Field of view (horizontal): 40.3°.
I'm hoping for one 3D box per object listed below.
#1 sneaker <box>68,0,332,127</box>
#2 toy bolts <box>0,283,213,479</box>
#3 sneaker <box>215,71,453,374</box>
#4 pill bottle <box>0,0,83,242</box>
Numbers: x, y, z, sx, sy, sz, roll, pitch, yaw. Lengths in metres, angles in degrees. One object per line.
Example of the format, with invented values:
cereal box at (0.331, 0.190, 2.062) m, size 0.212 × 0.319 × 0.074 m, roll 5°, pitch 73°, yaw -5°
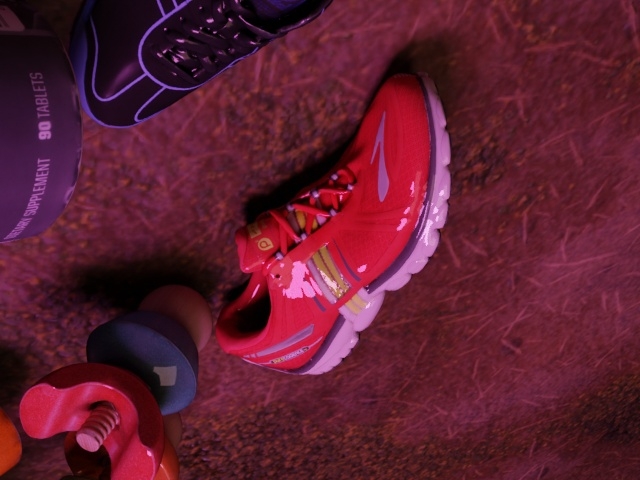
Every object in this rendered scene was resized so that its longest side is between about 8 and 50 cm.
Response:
sneaker at (-0.051, -0.134, 0.463) m, size 0.081 × 0.090 × 0.232 m, roll 24°, pitch 119°, yaw -43°
toy bolts at (-0.181, 0.117, 0.675) m, size 0.218 × 0.158 × 0.228 m, roll 37°, pitch 129°, yaw -4°
sneaker at (0.000, 0.000, 0.632) m, size 0.118 × 0.107 × 0.279 m, roll 11°, pitch 126°, yaw -24°
pill bottle at (-0.237, -0.046, 0.367) m, size 0.245 × 0.130 × 0.130 m, roll -15°, pitch 145°, yaw -50°
